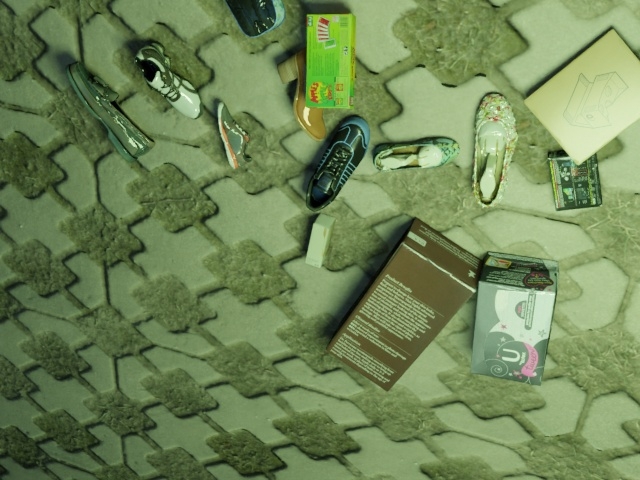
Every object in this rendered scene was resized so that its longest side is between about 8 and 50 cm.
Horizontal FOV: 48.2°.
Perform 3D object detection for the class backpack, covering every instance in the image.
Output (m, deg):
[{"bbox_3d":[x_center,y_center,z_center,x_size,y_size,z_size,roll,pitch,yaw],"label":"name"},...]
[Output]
[{"bbox_3d":[-0.126,-0.481,1.459,0.104,0.084,0.114,-17,106,29],"label":"backpack"}]

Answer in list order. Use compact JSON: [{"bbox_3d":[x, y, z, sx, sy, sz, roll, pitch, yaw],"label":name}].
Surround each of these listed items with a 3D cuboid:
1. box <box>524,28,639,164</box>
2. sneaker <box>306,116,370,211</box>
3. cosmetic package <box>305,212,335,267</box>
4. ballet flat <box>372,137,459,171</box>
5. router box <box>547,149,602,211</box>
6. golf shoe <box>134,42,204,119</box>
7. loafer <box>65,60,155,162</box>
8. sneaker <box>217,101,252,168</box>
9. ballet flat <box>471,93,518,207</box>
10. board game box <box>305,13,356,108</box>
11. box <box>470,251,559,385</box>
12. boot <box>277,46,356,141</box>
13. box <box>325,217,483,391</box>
[{"bbox_3d":[0.515,-0.266,1.345,0.201,0.021,0.164,-40,91,28],"label":"box"},{"bbox_3d":[0.036,-0.160,1.574,0.081,0.090,0.232,29,125,4],"label":"sneaker"},{"bbox_3d":[0.000,0.000,1.699,0.041,0.060,0.115,19,125,9],"label":"cosmetic package"},{"bbox_3d":[0.199,-0.174,1.519,0.188,0.070,0.070,-6,116,24],"label":"ballet flat"},{"bbox_3d":[0.512,-0.123,1.441,0.092,0.038,0.123,-6,115,23],"label":"router box"},{"bbox_3d":[-0.349,-0.347,1.619,0.077,0.094,0.198,-32,105,31],"label":"golf shoe"},{"bbox_3d":[-0.495,-0.317,1.708,0.084,0.096,0.268,-26,114,11],"label":"loafer"},{"bbox_3d":[-0.196,-0.246,1.649,0.064,0.061,0.158,-15,116,-2],"label":"sneaker"},{"bbox_3d":[0.351,-0.172,1.453,0.091,0.077,0.241,5,119,20],"label":"ballet flat"},{"bbox_3d":[0.021,-0.357,1.435,0.092,0.043,0.182,4,100,16],"label":"board game box"},{"bbox_3d":[0.427,0.173,1.580,0.163,0.142,0.248,8,121,17],"label":"box"},{"bbox_3d":[0.011,-0.315,1.511,0.152,0.073,0.197,-16,114,24],"label":"boot"},{"bbox_3d":[0.188,0.155,1.668,0.191,0.143,0.381,34,126,1],"label":"box"}]
